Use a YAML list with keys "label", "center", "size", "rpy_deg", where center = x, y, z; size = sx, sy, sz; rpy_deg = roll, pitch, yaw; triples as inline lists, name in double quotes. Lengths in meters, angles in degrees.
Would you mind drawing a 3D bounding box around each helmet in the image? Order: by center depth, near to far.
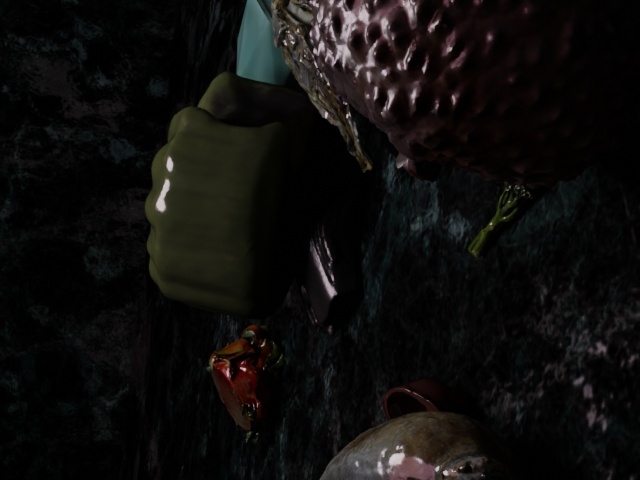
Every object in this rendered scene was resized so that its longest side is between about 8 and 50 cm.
- label: "helmet"
  center: [0.120, 0.175, 1.146]
  size: [0.111, 0.057, 0.089]
  rpy_deg: [-6, 112, 60]

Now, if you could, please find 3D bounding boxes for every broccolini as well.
- label: "broccolini"
  center: [0.172, -0.026, 1.101]
  size: [0.140, 0.035, 0.030]
  rpy_deg: [120, 155, -52]

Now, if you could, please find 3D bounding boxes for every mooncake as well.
- label: "mooncake"
  center: [-0.121, -0.063, 1.594]
  size: [0.351, 0.187, 0.351]
  rpy_deg: [9, -90, -83]

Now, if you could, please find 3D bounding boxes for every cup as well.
- label: "cup"
  center: [-0.050, -0.313, 1.667]
  size: [0.134, 0.148, 0.235]
  rpy_deg: [58, 164, 9]

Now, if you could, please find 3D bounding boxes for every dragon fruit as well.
- label: "dragon fruit"
  center: [-0.115, 0.216, 1.767]
  size: [0.138, 0.142, 0.175]
  rpy_deg: [24, 75, 46]

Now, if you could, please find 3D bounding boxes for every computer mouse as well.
- label: "computer mouse"
  center: [0.000, 0.000, 1.545]
  size: [0.147, 0.088, 0.264]
  rpy_deg: [138, 134, -67]

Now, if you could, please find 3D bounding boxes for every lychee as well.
- label: "lychee"
  center: [0.132, -0.177, 0.891]
  size: [0.300, 0.300, 0.300]
  rpy_deg: [-173, 90, -72]

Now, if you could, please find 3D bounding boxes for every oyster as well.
- label: "oyster"
  center: [0.021, -0.237, 1.416]
  size: [0.162, 0.158, 0.351]
  rpy_deg: [105, 155, -49]

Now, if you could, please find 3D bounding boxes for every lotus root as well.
- label: "lotus root"
  center: [0.092, 0.249, 1.042]
  size: [0.349, 0.175, 0.175]
  rpy_deg: [131, 143, -57]
